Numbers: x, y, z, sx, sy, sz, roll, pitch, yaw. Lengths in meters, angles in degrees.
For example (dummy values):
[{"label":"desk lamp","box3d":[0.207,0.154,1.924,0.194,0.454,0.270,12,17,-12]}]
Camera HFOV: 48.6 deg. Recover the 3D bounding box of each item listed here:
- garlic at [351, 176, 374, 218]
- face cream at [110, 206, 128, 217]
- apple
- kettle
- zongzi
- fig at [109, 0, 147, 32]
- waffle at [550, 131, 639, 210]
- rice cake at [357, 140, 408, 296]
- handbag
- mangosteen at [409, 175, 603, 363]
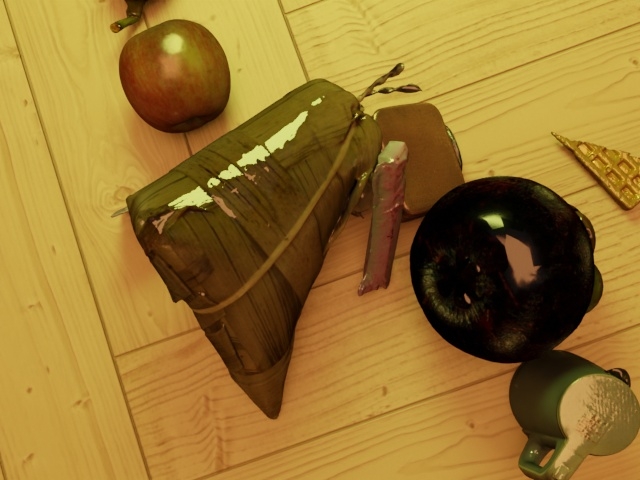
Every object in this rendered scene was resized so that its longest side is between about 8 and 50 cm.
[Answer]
[{"label":"garlic","box3d":[0.051,-0.100,1.244,0.113,0.074,0.094,31,97,23]},{"label":"face cream","box3d":[-0.229,-0.099,1.243,0.274,0.154,0.096,-23,103,-6]},{"label":"apple","box3d":[-0.250,-0.282,1.231,0.188,0.188,0.173,-21,89,2]},{"label":"kettle","box3d":[0.374,0.274,1.089,0.160,0.243,0.210,40,89,8]},{"label":"zongzi","box3d":[-0.011,-0.007,1.188,0.500,0.218,0.467,-37,124,-14]},{"label":"fig","box3d":[-0.329,-0.495,1.300,0.142,0.148,0.186,-8,121,-10]},{"label":"waffle","box3d":[0.512,-0.156,1.235,0.125,0.032,0.191,-40,83,1]},{"label":"rice cake","box3d":[0.102,-0.024,1.147,0.051,0.290,0.081,24,44,22]},{"label":"handbag","box3d":[0.165,-0.137,1.223,0.151,0.072,0.193,-13,79,-19]},{"label":"mangosteen","box3d":[0.293,0.037,1.120,0.300,0.300,0.300,-1,83,4]}]
